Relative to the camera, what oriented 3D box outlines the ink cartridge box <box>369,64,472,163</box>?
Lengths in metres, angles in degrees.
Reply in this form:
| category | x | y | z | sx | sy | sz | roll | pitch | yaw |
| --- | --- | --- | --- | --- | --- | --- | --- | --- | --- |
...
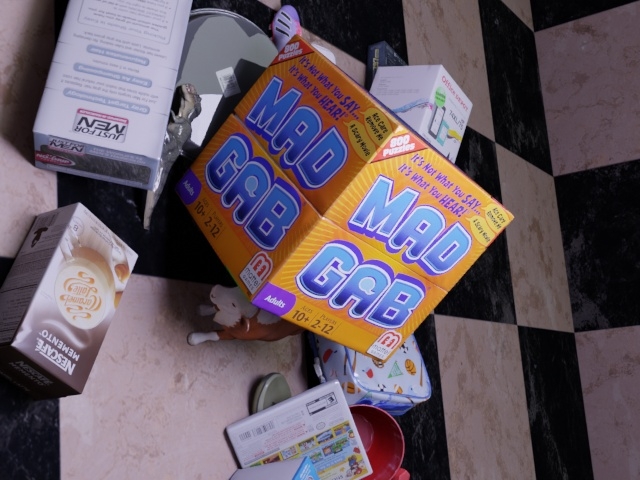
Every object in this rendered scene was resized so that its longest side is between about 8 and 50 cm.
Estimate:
| category | x | y | z | sx | sy | sz | roll | pitch | yaw |
| --- | --- | --- | --- | --- | --- | --- | --- | --- | --- |
| ink cartridge box | 0.230 | -0.282 | 2.186 | 0.198 | 0.197 | 0.270 | 37 | 67 | -48 |

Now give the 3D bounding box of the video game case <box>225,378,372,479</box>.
| category | x | y | z | sx | sy | sz | roll | pitch | yaw |
| --- | --- | --- | --- | --- | --- | --- | --- | --- | --- |
| video game case | -0.037 | 0.395 | 1.612 | 0.026 | 0.227 | 0.206 | -150 | -142 | -72 |

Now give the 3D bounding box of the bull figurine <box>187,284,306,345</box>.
| category | x | y | z | sx | sy | sz | roll | pitch | yaw |
| --- | --- | --- | --- | --- | --- | --- | --- | --- | --- |
| bull figurine | -0.122 | 0.134 | 1.550 | 0.310 | 0.189 | 0.101 | 12 | 69 | -56 |

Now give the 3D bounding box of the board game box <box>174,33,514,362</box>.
| category | x | y | z | sx | sy | sz | roll | pitch | yaw |
| --- | --- | --- | --- | --- | --- | --- | --- | --- | --- |
| board game box | 0.035 | -0.067 | 1.509 | 0.356 | 0.356 | 0.356 | 30 | 14 | -44 |

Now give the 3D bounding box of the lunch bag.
| category | x | y | z | sx | sy | sz | roll | pitch | yaw |
| --- | --- | --- | --- | --- | --- | --- | --- | --- | --- |
| lunch bag | 0.104 | 0.263 | 1.861 | 0.303 | 0.115 | 0.243 | 17 | 49 | -45 |

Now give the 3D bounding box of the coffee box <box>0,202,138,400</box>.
| category | x | y | z | sx | sy | sz | roll | pitch | yaw |
| --- | --- | --- | --- | --- | --- | --- | --- | --- | --- |
| coffee box | -0.378 | 0.088 | 1.240 | 0.141 | 0.098 | 0.246 | 48 | 42 | -39 |

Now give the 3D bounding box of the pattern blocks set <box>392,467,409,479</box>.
| category | x | y | z | sx | sy | sz | roll | pitch | yaw |
| --- | --- | --- | --- | --- | --- | --- | --- | --- | --- |
| pattern blocks set | 0.109 | 0.663 | 1.774 | 0.285 | 0.026 | 0.324 | -23 | 118 | -42 |

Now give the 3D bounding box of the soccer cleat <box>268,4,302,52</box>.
| category | x | y | z | sx | sy | sz | roll | pitch | yaw |
| --- | --- | --- | --- | --- | --- | --- | --- | --- | --- |
| soccer cleat | -0.067 | -0.432 | 1.914 | 0.083 | 0.095 | 0.248 | 44 | 46 | -43 |

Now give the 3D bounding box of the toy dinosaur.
| category | x | y | z | sx | sy | sz | roll | pitch | yaw |
| --- | --- | --- | --- | --- | --- | --- | --- | --- | --- |
| toy dinosaur | -0.285 | -0.160 | 1.462 | 0.118 | 0.064 | 0.268 | 26 | 82 | -39 |

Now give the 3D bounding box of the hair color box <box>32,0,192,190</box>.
| category | x | y | z | sx | sy | sz | roll | pitch | yaw |
| --- | --- | --- | --- | --- | --- | --- | --- | --- | --- |
| hair color box | -0.319 | -0.281 | 1.362 | 0.186 | 0.113 | 0.374 | 12 | 63 | -12 |

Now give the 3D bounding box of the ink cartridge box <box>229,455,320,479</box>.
| category | x | y | z | sx | sy | sz | roll | pitch | yaw |
| --- | --- | --- | --- | --- | --- | --- | --- | --- | --- |
| ink cartridge box | -0.068 | 0.532 | 1.496 | 0.232 | 0.168 | 0.171 | 65 | 27 | -13 |

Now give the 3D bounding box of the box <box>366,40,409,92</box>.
| category | x | y | z | sx | sy | sz | roll | pitch | yaw |
| --- | --- | --- | --- | --- | --- | --- | --- | --- | --- |
| box | 0.207 | -0.417 | 2.384 | 0.233 | 0.059 | 0.183 | 29 | 57 | -52 |

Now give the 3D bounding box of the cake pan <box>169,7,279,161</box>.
| category | x | y | z | sx | sy | sz | roll | pitch | yaw |
| --- | --- | --- | --- | --- | --- | --- | --- | --- | --- |
| cake pan | -0.183 | -0.285 | 1.579 | 0.293 | 0.054 | 0.293 | -1 | 92 | -27 |

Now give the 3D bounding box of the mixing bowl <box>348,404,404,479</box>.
| category | x | y | z | sx | sy | sz | roll | pitch | yaw |
| --- | --- | --- | --- | --- | --- | --- | --- | --- | --- |
| mixing bowl | 0.068 | 0.405 | 1.721 | 0.098 | 0.182 | 0.181 | -152 | -134 | -80 |

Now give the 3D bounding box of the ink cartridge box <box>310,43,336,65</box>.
| category | x | y | z | sx | sy | sz | roll | pitch | yaw |
| --- | --- | --- | --- | --- | --- | --- | --- | --- | --- |
| ink cartridge box | -0.077 | -0.288 | 1.728 | 0.093 | 0.220 | 0.160 | 0 | 80 | -62 |

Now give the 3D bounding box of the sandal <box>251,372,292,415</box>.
| category | x | y | z | sx | sy | sz | roll | pitch | yaw |
| --- | --- | --- | --- | --- | --- | --- | --- | --- | --- |
| sandal | -0.051 | 0.399 | 1.675 | 0.120 | 0.086 | 0.302 | -26 | 102 | -58 |
